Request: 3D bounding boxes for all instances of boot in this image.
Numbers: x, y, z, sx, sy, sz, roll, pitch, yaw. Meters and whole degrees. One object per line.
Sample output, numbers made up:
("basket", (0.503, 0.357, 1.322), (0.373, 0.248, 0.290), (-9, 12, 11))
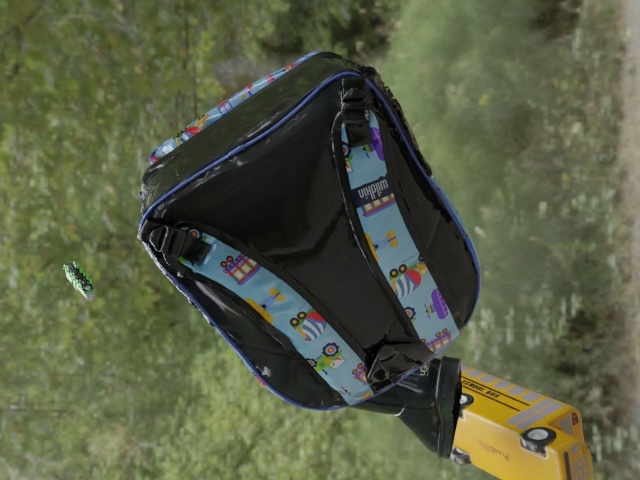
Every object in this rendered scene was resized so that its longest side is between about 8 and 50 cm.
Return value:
("boot", (0.093, 0.218, 1.428), (0.246, 0.207, 0.094), (78, -155, -56))

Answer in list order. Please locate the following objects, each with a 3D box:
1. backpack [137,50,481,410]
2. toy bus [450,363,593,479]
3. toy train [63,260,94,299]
("backpack", (0.000, 0.000, 0.573), (0.173, 0.158, 0.117), (54, -177, -23))
("toy bus", (0.294, 0.298, 1.579), (0.332, 0.130, 0.108), (16, 122, 55))
("toy train", (-0.274, 0.046, 1.147), (0.083, 0.017, 0.024), (32, 135, 56))
